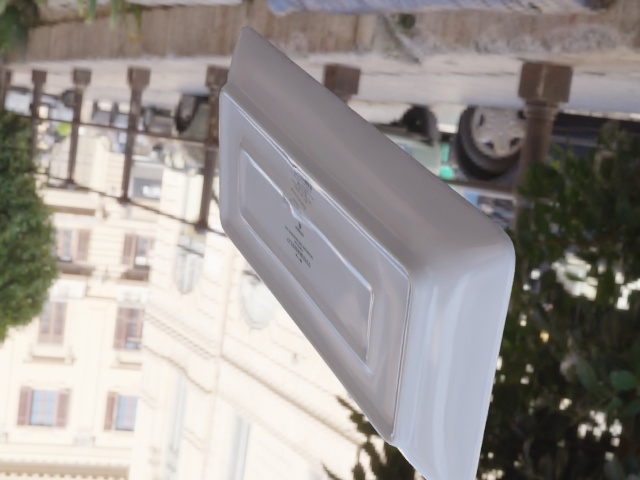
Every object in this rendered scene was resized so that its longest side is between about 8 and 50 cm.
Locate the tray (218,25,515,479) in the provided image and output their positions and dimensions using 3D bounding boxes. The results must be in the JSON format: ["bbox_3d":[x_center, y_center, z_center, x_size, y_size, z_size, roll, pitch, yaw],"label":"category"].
[{"bbox_3d":[0.000,0.000,0.485,0.030,0.145,0.270,-11,-146,-25],"label":"tray"}]
